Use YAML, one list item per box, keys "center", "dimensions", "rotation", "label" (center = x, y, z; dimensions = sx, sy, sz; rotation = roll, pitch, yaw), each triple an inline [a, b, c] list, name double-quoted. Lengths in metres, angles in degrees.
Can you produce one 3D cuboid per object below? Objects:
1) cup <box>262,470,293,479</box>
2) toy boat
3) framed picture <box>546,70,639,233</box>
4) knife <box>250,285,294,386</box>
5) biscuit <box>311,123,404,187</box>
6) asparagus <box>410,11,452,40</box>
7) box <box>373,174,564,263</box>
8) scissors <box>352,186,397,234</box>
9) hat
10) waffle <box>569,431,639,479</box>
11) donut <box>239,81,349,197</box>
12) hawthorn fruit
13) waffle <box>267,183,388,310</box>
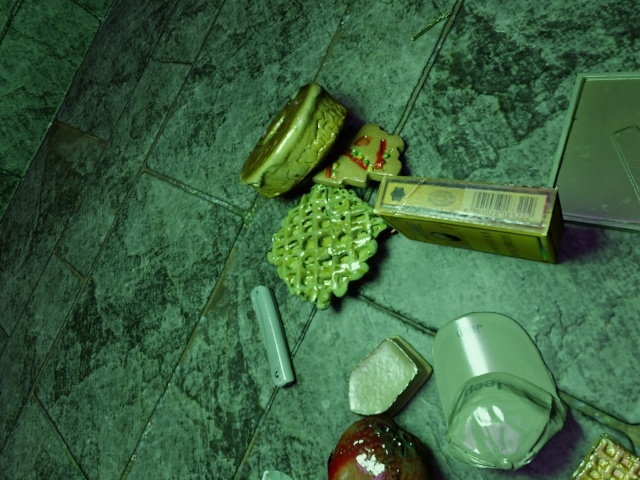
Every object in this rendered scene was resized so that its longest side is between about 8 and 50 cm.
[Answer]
- center: [-0.111, 0.564, 0.908]
  dimensions: [0.104, 0.074, 0.116]
  rotation: [29, 96, 60]
  label: "cup"
- center: [0.124, 0.291, 0.848]
  dimensions: [0.188, 0.061, 0.116]
  rotation: [-52, 55, 8]
  label: "toy boat"
- center: [0.560, -0.167, 0.753]
  dimensions: [0.232, 0.024, 0.314]
  rotation: [15, 81, 36]
  label: "framed picture"
- center: [-0.125, 0.236, 1.045]
  dimensions: [0.073, 0.041, 0.265]
  rotation: [-40, 56, 29]
  label: "knife"
- center: [0.088, -0.198, 1.012]
  dimensions: [0.239, 0.041, 0.212]
  rotation: [-21, 53, 3]
  label: "biscuit"
- center: [0.285, -0.555, 1.072]
  dimensions: [0.114, 0.014, 0.015]
  rotation: [-30, 93, 22]
  label: "asparagus"
- center: [0.278, -0.041, 0.783]
  dimensions: [0.302, 0.193, 0.083]
  rotation: [11, 79, 35]
  label: "box"
- center: [0.091, -0.087, 1.032]
  dimensions: [0.144, 0.017, 0.247]
  rotation: [-35, 57, 18]
  label: "scissors"
- center: [0.282, 0.251, 0.723]
  dimensions: [0.214, 0.149, 0.244]
  rotation: [-29, 71, 21]
  label: "hat"
- center: [0.464, 0.374, 0.611]
  dimensions: [0.148, 0.042, 0.102]
  rotation: [35, 92, 36]
  label: "waffle"
- center: [-0.065, -0.250, 1.070]
  dimensions: [0.330, 0.160, 0.330]
  rotation: [-41, 31, 32]
  label: "donut"
- center: [0.096, 0.444, 0.755]
  dimensions: [0.181, 0.181, 0.235]
  rotation: [27, 103, 36]
  label: "hawthorn fruit"
- center: [0.000, 0.000, 1.004]
  dimensions: [0.297, 0.073, 0.317]
  rotation: [-54, 44, 5]
  label: "waffle"
